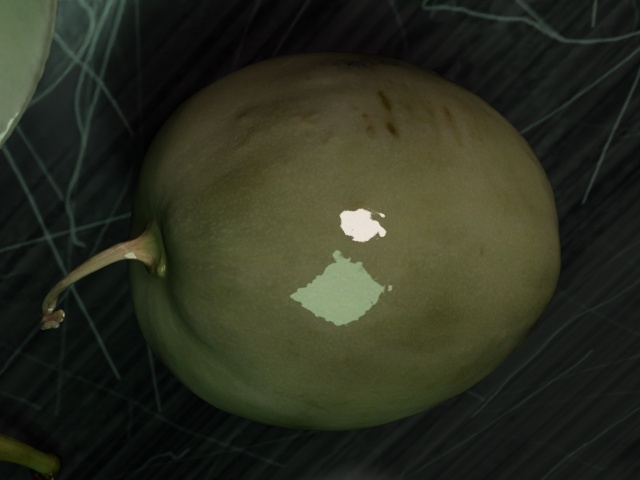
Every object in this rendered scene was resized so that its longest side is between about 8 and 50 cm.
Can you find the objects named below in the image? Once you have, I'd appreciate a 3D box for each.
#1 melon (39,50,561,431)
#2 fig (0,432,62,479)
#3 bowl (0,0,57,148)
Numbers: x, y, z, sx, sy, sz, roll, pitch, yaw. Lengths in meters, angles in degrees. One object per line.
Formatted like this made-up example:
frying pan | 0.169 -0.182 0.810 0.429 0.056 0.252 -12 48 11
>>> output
melon | 0.013 -0.001 0.883 0.308 0.272 0.272 -8 133 -52
fig | -0.290 0.158 0.972 0.259 0.151 0.151 22 115 -32
bowl | -0.311 -0.126 0.718 0.307 0.163 0.307 -32 145 -26
